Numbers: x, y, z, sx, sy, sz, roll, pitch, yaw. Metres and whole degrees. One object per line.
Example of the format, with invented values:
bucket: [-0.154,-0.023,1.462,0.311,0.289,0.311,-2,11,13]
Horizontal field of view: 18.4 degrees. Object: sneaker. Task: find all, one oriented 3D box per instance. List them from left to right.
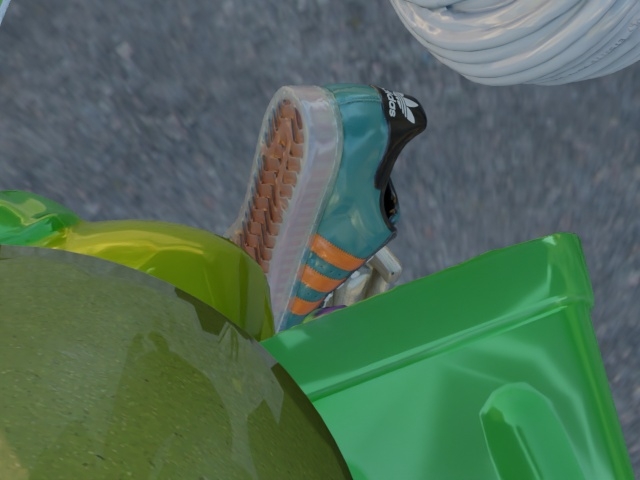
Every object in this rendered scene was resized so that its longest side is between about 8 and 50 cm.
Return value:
sneaker: [0.000,0.000,1.538,0.121,0.302,0.108,-4,51,-24]

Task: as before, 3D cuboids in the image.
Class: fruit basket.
fruit basket: [-0.032,0.106,1.031,0.283,0.392,0.392,-19,79,-19]

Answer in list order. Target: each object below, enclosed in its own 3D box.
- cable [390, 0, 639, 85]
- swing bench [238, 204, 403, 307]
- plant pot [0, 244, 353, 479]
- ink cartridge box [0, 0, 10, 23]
cable: [0.114,-0.194,0.898,0.089,0.257,0.257,11,117,-29]
swing bench: [-0.079,0.110,1.913,0.165,0.253,0.254,40,52,18]
plant pot: [-0.103,0.150,0.561,0.274,0.293,0.275,0,95,-5]
ink cartridge box: [-0.334,-0.189,1.485,0.255,0.097,0.189,27,100,16]
